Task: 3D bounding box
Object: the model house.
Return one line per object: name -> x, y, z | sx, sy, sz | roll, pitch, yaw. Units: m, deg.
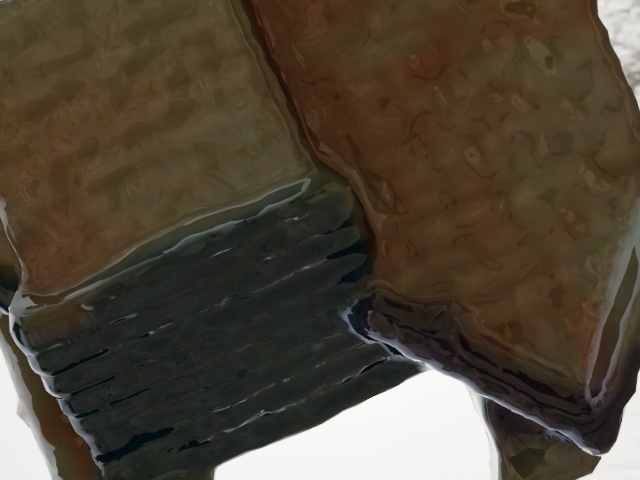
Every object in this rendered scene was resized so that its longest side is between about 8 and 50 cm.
model house -> 0.000, 0.000, 0.636 | 0.245, 0.312, 0.280 | -163, 49, -88
